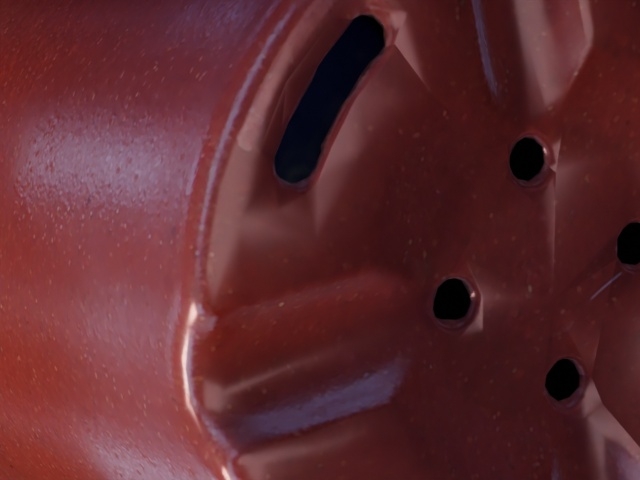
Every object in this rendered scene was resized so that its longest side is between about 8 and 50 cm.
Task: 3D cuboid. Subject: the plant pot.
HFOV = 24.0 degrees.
[{"bbox_3d":[0.000,0.000,0.480,0.272,0.265,0.272,-2,95,-29],"label":"plant pot"}]
